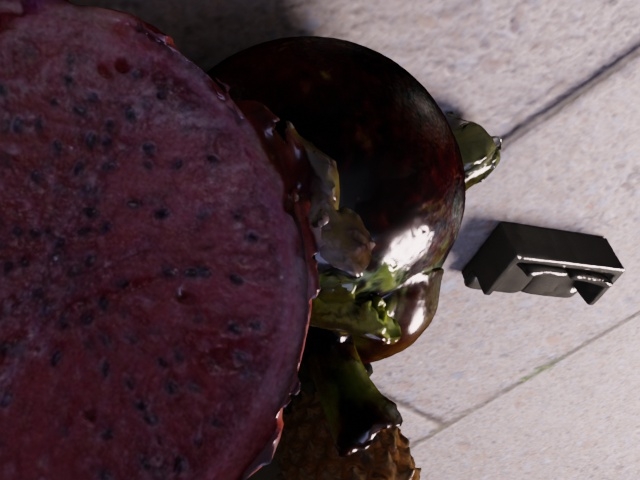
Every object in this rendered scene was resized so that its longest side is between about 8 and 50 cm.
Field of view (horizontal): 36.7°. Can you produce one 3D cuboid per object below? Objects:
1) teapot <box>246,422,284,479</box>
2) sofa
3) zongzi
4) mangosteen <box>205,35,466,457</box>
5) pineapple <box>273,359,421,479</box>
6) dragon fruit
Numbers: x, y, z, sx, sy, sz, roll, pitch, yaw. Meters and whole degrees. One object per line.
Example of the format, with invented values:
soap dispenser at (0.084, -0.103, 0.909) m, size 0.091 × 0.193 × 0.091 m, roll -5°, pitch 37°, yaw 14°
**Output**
teapot at (-0.172, 0.277, 0.903) m, size 0.361 × 0.376 × 0.306 m, roll 9°, pitch 91°, yaw -20°
sofa at (0.229, 0.037, 0.984) m, size 0.147 × 0.060 × 0.085 m, roll 7°, pitch 136°, yaw -29°
zongzi at (0.084, -0.078, 0.802) m, size 0.109 × 0.055 × 0.119 m, roll -35°, pitch 127°, yaw 17°
mangosteen at (0.000, 0.000, 0.669) m, size 0.231 × 0.289 × 0.231 m, roll -10°, pitch 144°, yaw -7°
pineapple at (-0.007, 0.107, 0.800) m, size 0.119 × 0.277 × 0.130 m, roll -2°, pitch 134°, yaw -26°
dragon fruit at (-0.174, 0.026, 0.541) m, size 0.314 × 0.296 × 0.263 m, roll 26°, pitch 166°, yaw -10°
